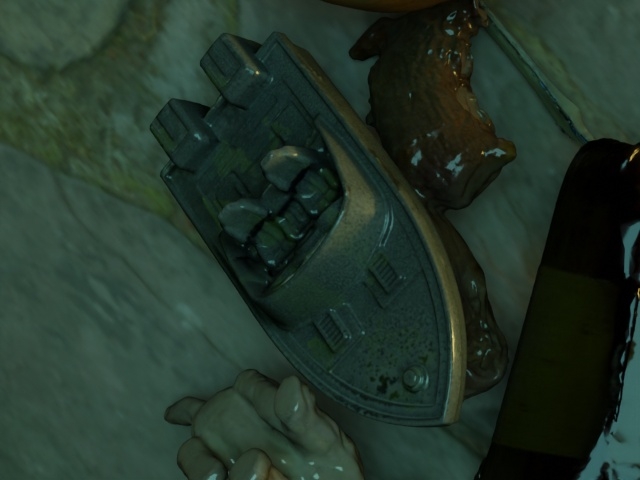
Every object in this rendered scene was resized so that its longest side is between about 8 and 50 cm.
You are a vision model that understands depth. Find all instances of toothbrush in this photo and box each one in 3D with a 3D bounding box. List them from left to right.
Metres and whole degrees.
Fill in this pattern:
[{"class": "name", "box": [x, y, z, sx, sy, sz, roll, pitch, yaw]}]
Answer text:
[{"class": "toothbrush", "box": [0.159, -0.113, 1.071, 0.028, 0.026, 0.294, -42, 84, -15]}]

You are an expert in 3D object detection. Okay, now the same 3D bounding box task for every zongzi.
[{"class": "zongzi", "box": [0.285, 0.098, 0.998, 0.318, 0.154, 0.289, 14, 95, -8]}]

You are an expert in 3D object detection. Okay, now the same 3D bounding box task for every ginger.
[{"class": "ginger", "box": [0.084, -0.027, 1.045, 0.122, 0.084, 0.290, -9, 78, 22]}]

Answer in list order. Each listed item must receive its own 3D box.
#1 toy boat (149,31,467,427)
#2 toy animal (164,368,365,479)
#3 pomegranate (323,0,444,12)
[{"class": "toy boat", "box": [0.000, 0.000, 0.996, 0.141, 0.092, 0.319, -49, 57, 21]}, {"class": "toy animal", "box": [-0.011, 0.175, 1.057, 0.185, 0.184, 0.104, 37, 75, -25]}, {"class": "pomegranate", "box": [0.046, -0.300, 0.977, 0.307, 0.307, 0.307, 0, 88, 7]}]
